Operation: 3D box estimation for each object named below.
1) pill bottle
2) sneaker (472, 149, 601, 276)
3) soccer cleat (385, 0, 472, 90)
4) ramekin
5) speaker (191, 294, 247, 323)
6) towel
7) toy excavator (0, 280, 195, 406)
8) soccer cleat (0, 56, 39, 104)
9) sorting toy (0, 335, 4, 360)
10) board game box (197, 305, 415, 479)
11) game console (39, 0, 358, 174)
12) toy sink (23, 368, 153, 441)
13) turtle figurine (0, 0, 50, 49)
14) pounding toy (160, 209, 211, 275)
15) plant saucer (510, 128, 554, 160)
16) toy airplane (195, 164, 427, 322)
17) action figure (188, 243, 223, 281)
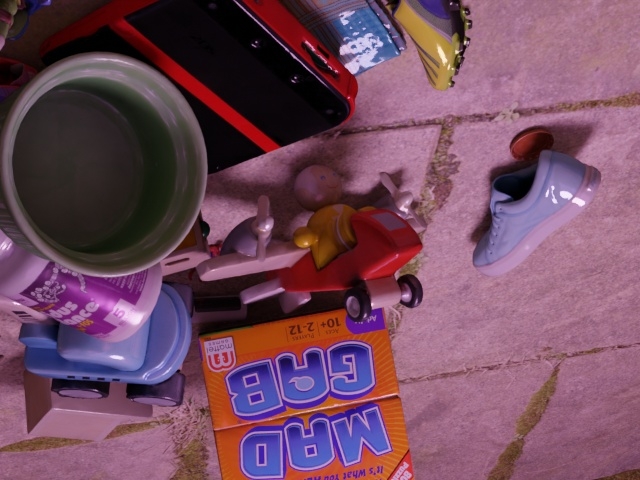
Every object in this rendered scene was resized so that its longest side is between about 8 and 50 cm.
[{"bbox_3d":[-0.405,0.030,1.625,0.169,0.169,0.301,-35,133,27],"label":"pill bottle"},{"bbox_3d":[0.379,-0.066,2.067,0.150,0.135,0.366,31,137,-10],"label":"sneaker"},{"bbox_3d":[0.163,-0.336,1.617,0.121,0.093,0.289,11,155,16],"label":"soccer cleat"},{"bbox_3d":[-0.324,-0.102,1.480,0.303,0.304,0.148,14,172,-36],"label":"ramekin"},{"bbox_3d":[-0.222,0.141,2.166,0.136,0.055,0.055,-1,144,-18],"label":"speaker"},{"bbox_3d":[-0.062,-0.325,1.565,0.271,0.040,0.370,-27,144,16],"label":"towel"},{"bbox_3d":[-0.456,0.125,1.820,0.432,0.222,0.445,3,161,7],"label":"toy excavator"},{"bbox_3d":[-0.421,-0.198,1.558,0.318,0.109,0.116,18,131,-36],"label":"soccer cleat"},{"bbox_3d":[-0.665,0.148,1.879,0.229,0.307,0.041,38,92,-5],"label":"sorting toy"},{"bbox_3d":[-0.043,0.330,2.127,0.356,0.357,0.356,-10,177,-7],"label":"board game box"},{"bbox_3d":[-0.166,-0.245,1.579,0.342,0.060,0.386,-17,146,31],"label":"game console"},{"bbox_3d":[-0.496,0.332,2.253,0.234,0.153,0.131,12,138,-36],"label":"toy sink"},{"bbox_3d":[-0.483,-0.300,1.299,0.274,0.198,0.266,-19,147,-1],"label":"turtle figurine"},{"bbox_3d":[-0.251,-0.026,1.864,0.141,0.130,0.100,-16,158,2],"label":"pounding toy"},{"bbox_3d":[0.393,-0.179,1.974,0.083,0.013,0.083,-11,146,-7],"label":"plant saucer"},{"bbox_3d":[0.000,0.000,1.911,0.384,0.273,0.386,-9,-176,10],"label":"toy airplane"},{"bbox_3d":[-0.216,0.042,2.051,0.038,0.030,0.115,15,134,-30],"label":"action figure"}]
